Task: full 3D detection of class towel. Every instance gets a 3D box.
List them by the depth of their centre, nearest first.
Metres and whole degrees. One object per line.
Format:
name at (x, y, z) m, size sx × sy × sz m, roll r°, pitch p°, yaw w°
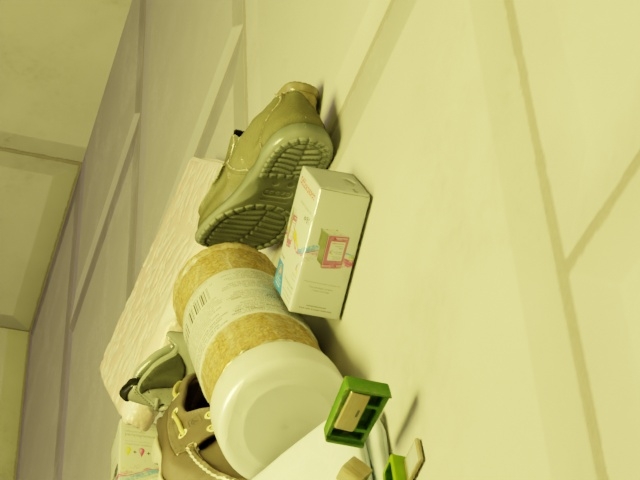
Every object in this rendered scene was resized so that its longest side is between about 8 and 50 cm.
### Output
towel at (-0.182, 0.055, 1.958) m, size 0.332 × 0.053 × 0.317 m, roll -67°, pitch 14°, yaw 0°

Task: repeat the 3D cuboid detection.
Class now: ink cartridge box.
ink cartridge box at (0.000, 0.000, 1.450) m, size 0.088 × 0.052 × 0.122 m, roll -127°, pitch 50°, yaw -70°
ink cartridge box at (-0.195, 0.306, 1.845) m, size 0.181 × 0.104 × 0.061 m, roll -96°, pitch 22°, yaw -44°

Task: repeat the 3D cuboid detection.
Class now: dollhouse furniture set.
dollhouse furniture set at (0.038, 0.175, 1.154) m, size 0.152 × 0.076 × 0.059 m, roll -98°, pitch 26°, yaw -52°

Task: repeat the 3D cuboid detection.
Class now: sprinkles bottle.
sprinkles bottle at (-0.063, 0.106, 1.474) m, size 0.355 × 0.121 × 0.121 m, roll -125°, pitch 47°, yaw -69°

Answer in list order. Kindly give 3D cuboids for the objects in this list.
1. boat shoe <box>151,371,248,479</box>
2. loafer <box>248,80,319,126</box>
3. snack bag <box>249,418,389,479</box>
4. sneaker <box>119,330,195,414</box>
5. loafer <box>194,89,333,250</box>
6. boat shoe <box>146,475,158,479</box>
boat shoe at (-0.103, 0.208, 1.571) m, size 0.324 × 0.116 × 0.097 m, roll -156°, pitch 80°, yaw -76°
loafer at (-0.046, -0.115, 1.683) m, size 0.148 × 0.056 × 0.050 m, roll 122°, pitch 160°, yaw -54°
snack bag at (-0.058, 0.329, 1.198) m, size 0.323 × 0.037 × 0.342 m, roll -38°, pitch 34°, yaw 22°
sneaker at (-0.170, 0.208, 1.767) m, size 0.086 × 0.132 × 0.229 m, roll -164°, pitch 85°, yaw -75°
loafer at (-0.060, -0.069, 1.640) m, size 0.251 × 0.094 × 0.087 m, roll -46°, pitch 41°, yaw 47°
boat shoe at (-0.162, 0.332, 1.658) m, size 0.367 × 0.135 × 0.156 m, roll 144°, pitch 134°, yaw -64°
